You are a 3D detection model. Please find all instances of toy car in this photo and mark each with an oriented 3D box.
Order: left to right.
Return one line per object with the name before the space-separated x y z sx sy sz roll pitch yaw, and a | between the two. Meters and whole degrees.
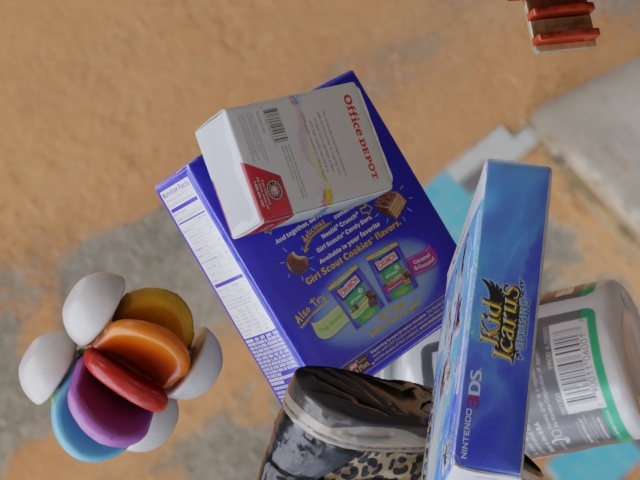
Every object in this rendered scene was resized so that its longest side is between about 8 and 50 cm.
toy car | -0.188 0.133 1.522 0.159 0.182 0.136 32 -155 -19

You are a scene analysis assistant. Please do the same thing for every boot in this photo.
boot | 0.045 0.290 1.670 0.377 0.284 0.138 19 -165 -49

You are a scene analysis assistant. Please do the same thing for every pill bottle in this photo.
pill bottle | 0.227 0.183 2.063 0.204 0.361 0.204 -14 -90 -69

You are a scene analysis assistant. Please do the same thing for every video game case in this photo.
video game case | 0.135 0.105 1.383 0.061 0.269 0.244 9 155 1

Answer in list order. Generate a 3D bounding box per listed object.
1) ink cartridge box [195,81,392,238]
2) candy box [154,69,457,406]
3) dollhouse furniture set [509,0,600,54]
ink cartridge box | -0.026 -0.086 1.736 0.072 0.175 0.127 -30 78 55
candy box | 0.000 0.000 1.910 0.317 0.268 0.122 60 149 -4
dollhouse furniture set | 0.269 -0.288 1.562 0.259 0.262 0.135 133 128 -71
